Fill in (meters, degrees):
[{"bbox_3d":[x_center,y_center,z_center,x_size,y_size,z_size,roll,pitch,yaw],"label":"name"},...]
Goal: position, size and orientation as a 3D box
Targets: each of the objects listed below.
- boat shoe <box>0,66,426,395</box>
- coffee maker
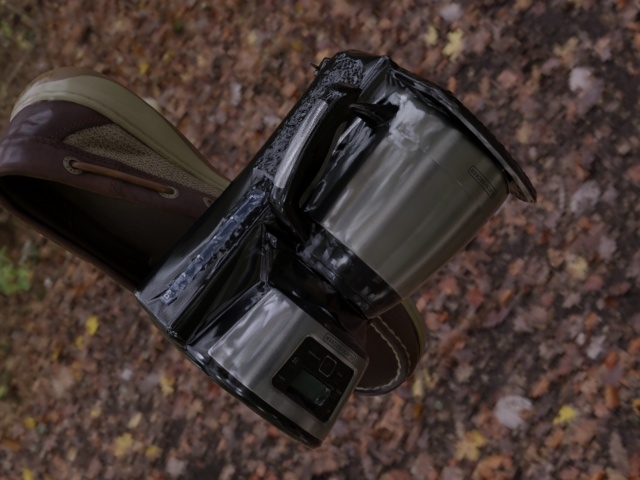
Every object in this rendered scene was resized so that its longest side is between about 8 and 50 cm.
[{"bbox_3d":[-0.072,0.025,0.749,0.123,0.342,0.123,-39,24,31],"label":"boat shoe"},{"bbox_3d":[0.000,0.000,0.584,0.178,0.120,0.171,-49,13,-2],"label":"coffee maker"}]
